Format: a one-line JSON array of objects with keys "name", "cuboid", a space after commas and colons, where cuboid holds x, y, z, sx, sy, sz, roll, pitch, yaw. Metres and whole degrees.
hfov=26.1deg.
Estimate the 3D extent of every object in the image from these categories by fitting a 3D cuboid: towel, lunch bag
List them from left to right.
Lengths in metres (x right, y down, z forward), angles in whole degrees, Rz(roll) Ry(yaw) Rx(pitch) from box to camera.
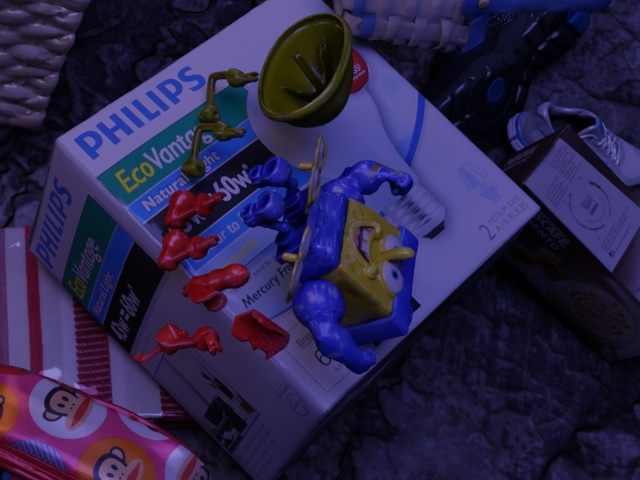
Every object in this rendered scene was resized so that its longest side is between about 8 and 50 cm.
[{"name": "lunch bag", "cuboid": [-0.207, 0.244, 1.248, 0.258, 0.293, 0.120, 25, 57, 3]}, {"name": "towel", "cuboid": [-0.226, 0.089, 1.467, 0.329, 0.037, 0.237, -2, 62, -13]}]

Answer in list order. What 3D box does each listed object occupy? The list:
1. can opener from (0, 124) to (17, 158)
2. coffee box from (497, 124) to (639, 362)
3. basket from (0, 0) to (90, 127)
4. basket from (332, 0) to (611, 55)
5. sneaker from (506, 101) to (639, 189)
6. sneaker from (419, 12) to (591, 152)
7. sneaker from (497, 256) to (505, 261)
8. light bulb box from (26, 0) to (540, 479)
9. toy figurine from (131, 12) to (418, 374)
[{"name": "can opener", "cuboid": [-0.446, -0.206, 1.548, 0.283, 0.076, 0.095, 34, 63, 6]}, {"name": "coffee box", "cuboid": [0.293, 0.008, 1.507, 0.246, 0.141, 0.098, 45, 64, -9]}, {"name": "basket", "cuboid": [-0.394, -0.321, 1.409, 0.331, 0.328, 0.266, 8, 50, -24]}, {"name": "basket", "cuboid": [0.139, -0.324, 1.446, 0.288, 0.201, 0.255, -8, 49, -10]}, {"name": "sneaker", "cuboid": [0.320, -0.113, 1.629, 0.190, 0.083, 0.071, 16, 63, -20]}, {"name": "sneaker", "cuboid": [0.192, -0.219, 1.671, 0.139, 0.125, 0.341, 27, 60, 32]}, {"name": "sneaker", "cuboid": [0.226, -0.032, 1.608, 0.061, 0.054, 0.152, 34, 59, 25]}, {"name": "light bulb box", "cuboid": [-0.042, -0.014, 1.415, 0.361, 0.225, 0.358, 44, 56, 8]}, {"name": "toy figurine", "cuboid": [0.000, 0.000, 1.235, 0.217, 0.191, 0.363, 39, 42, -32]}]
